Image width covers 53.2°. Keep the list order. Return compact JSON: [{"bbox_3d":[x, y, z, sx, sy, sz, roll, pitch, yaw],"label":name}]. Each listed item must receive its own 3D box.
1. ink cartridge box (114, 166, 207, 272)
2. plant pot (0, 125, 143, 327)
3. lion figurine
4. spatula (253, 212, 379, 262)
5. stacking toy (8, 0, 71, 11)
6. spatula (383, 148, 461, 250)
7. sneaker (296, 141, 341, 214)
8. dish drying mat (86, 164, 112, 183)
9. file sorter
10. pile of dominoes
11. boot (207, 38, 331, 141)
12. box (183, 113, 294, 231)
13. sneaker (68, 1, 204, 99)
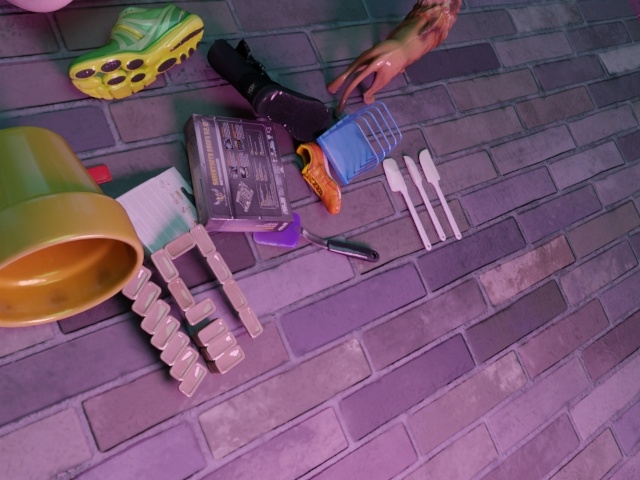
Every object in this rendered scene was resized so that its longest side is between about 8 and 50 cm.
[{"bbox_3d":[-0.294,-0.043,1.187,0.145,0.045,0.179,52,36,-5],"label":"ink cartridge box"},{"bbox_3d":[-0.432,-0.032,0.974,0.253,0.254,0.239,-15,66,-35],"label":"plant pot"},{"bbox_3d":[0.184,-0.450,1.498,0.142,0.240,0.392,42,57,-13],"label":"lion figurine"},{"bbox_3d":[0.000,0.000,1.349,0.296,0.030,0.084,17,62,-26],"label":"spatula"},{"bbox_3d":[-0.395,-0.623,1.216,0.351,0.350,0.480,59,35,-1],"label":"stacking toy"},{"bbox_3d":[0.251,-0.099,1.554,0.168,0.019,0.242,-18,84,-41],"label":"spatula"},{"bbox_3d":[-0.006,-0.131,1.380,0.067,0.064,0.175,-12,70,-31],"label":"sneaker"},{"bbox_3d":[-0.417,-0.113,1.142,0.083,0.008,0.032,-21,84,-35],"label":"dish drying mat"},{"bbox_3d":[0.093,-0.221,1.406,0.118,0.104,0.170,58,35,-12],"label":"file sorter"},{"bbox_3d":[-0.231,0.125,1.136,0.196,0.040,0.251,-35,100,-35],"label":"pile of dominoes"},{"bbox_3d":[-0.105,-0.319,1.337,0.207,0.094,0.246,50,21,27],"label":"boot"},{"bbox_3d":[-0.162,-0.132,1.267,0.183,0.056,0.231,-1,68,-32],"label":"box"},{"bbox_3d":[-0.361,-0.369,1.228,0.123,0.109,0.295,40,55,14],"label":"sneaker"}]
